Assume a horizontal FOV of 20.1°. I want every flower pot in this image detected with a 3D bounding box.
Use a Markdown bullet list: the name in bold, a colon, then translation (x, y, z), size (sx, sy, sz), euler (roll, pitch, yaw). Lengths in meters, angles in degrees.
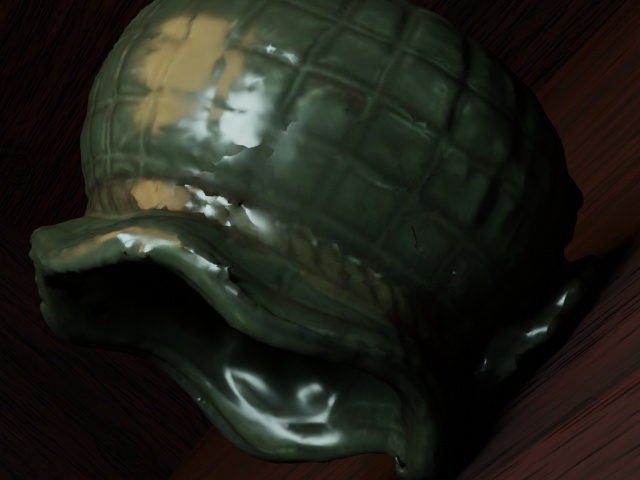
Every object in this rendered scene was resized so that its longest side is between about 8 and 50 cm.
- **flower pot**: translation (0.000, 0.000, 1.006), size (0.213, 0.302, 0.302), euler (-62, 5, -18)
